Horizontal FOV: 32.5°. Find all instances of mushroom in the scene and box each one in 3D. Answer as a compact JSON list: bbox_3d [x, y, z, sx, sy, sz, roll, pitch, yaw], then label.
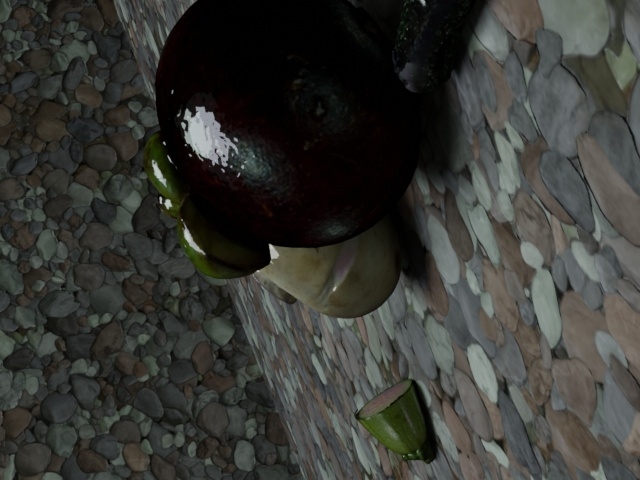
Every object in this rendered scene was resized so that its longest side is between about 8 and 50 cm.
[{"bbox_3d":[0.000,0.000,1.432,0.255,0.184,0.255,40,-164,-14],"label":"mushroom"}]

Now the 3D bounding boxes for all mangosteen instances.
[{"bbox_3d":[-0.047,-0.131,1.212,0.330,0.330,0.330,160,90,-77],"label":"mangosteen"}]

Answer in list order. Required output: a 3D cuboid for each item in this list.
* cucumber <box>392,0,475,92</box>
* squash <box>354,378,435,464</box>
[{"bbox_3d":[0.109,-0.215,0.978,0.245,0.067,0.067,104,144,-67],"label":"cucumber"},{"bbox_3d":[0.126,0.290,1.646,0.132,0.105,0.105,58,168,-5],"label":"squash"}]
